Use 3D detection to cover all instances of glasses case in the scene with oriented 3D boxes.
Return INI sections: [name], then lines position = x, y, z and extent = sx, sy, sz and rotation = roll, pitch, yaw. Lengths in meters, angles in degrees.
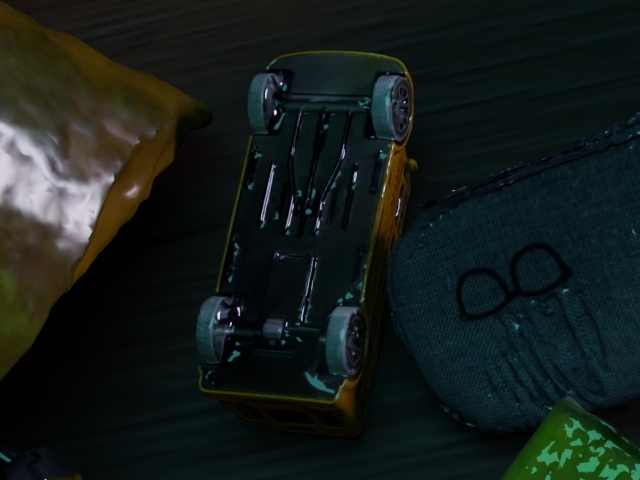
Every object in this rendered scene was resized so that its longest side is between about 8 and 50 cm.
[glasses case]
position = 0.160, -0.006, 0.736
extent = 0.282, 0.067, 0.109
rotation = -21, 97, 20

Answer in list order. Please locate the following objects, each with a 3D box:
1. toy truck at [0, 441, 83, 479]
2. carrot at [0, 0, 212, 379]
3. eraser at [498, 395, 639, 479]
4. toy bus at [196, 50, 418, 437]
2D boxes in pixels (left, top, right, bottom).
[toy truck]
position = -0.165, 0.180, 0.718
extent = 0.224, 0.147, 0.165
rotation = -35, 86, -5
[carrot]
position = -0.238, -0.032, 0.764
extent = 0.241, 0.340, 0.241
rotation = -32, 43, 36
[eraser]
position = 0.093, 0.223, 0.666
extent = 0.210, 0.092, 0.274
rotation = 36, 77, 23
[toy bus]
position = 0.000, 0.000, 0.801
extent = 0.069, 0.074, 0.162
rotation = 3, 67, 20
